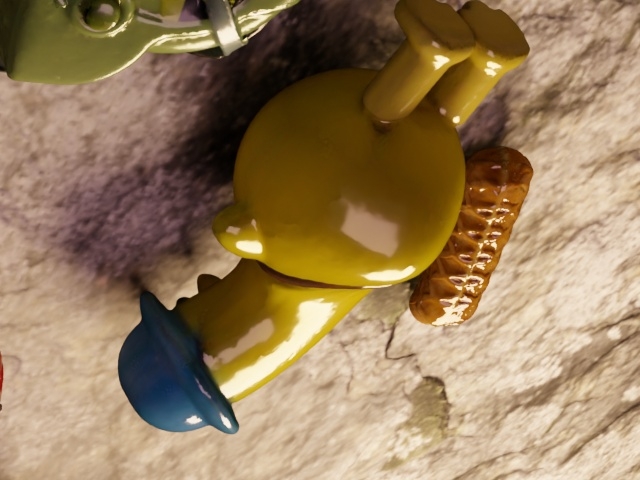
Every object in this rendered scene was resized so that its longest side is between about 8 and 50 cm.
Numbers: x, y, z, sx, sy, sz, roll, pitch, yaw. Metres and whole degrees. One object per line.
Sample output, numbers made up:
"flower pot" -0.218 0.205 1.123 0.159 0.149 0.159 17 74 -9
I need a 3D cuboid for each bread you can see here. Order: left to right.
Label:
"bread" 0.107 -0.001 1.349 0.052 0.044 0.157 -2 131 -28

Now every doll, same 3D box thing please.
"doll" 0.000 0.000 1.193 0.199 0.145 0.363 2 136 -45

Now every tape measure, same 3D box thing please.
"tape measure" -0.081 -0.176 0.970 0.175 0.106 0.200 3 127 -19

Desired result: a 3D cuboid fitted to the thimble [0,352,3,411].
"thimble" -0.282 0.066 1.054 0.190 0.125 0.163 -15 139 -25
